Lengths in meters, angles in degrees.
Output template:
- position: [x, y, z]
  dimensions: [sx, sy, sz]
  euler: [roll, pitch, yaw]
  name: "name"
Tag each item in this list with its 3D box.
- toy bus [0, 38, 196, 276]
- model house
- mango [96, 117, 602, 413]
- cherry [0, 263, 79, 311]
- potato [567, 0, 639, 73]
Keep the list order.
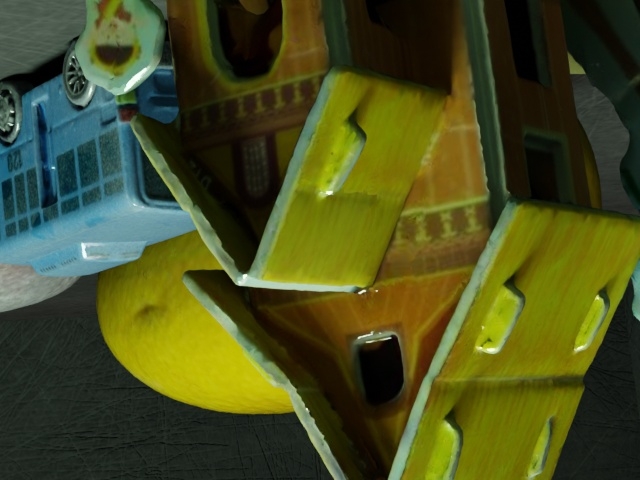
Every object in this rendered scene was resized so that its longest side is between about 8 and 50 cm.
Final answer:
- position: [-0.144, -0.053, 1.197]
  dimensions: [0.116, 0.133, 0.234]
  euler: [-2, 171, -35]
  name: "toy bus"
- position: [0.080, -0.027, 0.852]
  dimensions: [0.340, 0.323, 0.300]
  euler: [-11, 172, 32]
  name: "model house"
- position: [0.000, 0.000, 1.317]
  dimensions: [0.445, 0.220, 0.301]
  euler: [-9, -152, 43]
  name: "mango"
- position: [-0.256, -0.017, 1.360]
  dimensions: [0.176, 0.140, 0.176]
  euler: [-7, 164, -2]
  name: "cherry"
- position: [0.197, -0.145, 0.999]
  dimensions: [0.198, 0.119, 0.054]
  euler: [-8, 134, 43]
  name: "potato"
